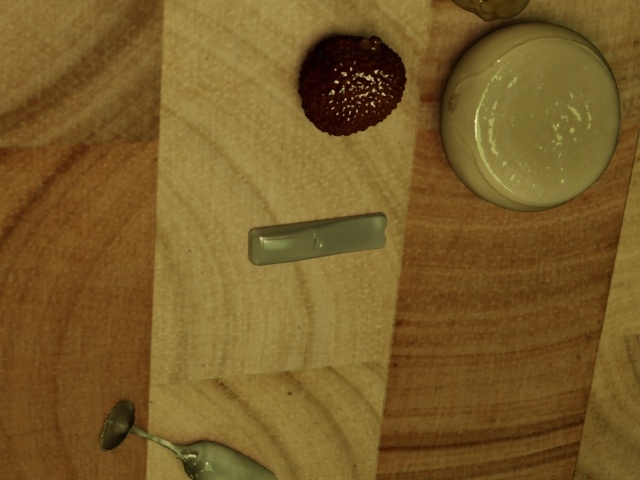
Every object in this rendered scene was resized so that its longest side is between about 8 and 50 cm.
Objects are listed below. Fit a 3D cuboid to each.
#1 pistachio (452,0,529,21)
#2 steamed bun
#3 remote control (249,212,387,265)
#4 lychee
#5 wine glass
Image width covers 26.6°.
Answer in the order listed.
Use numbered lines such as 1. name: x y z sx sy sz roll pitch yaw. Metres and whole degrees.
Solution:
1. pistachio: 0.203 -0.332 1.589 0.113 0.113 0.149 5 105 -24
2. steamed bun: 0.249 -0.153 1.665 0.232 0.145 0.232 -3 101 -17
3. remote control: 0.000 0.000 1.706 0.184 0.027 0.050 -8 117 -20
4. lychee: 0.033 -0.183 1.583 0.123 0.123 0.129 21 139 -29
5. wine glass: -0.161 0.285 1.755 0.262 0.074 0.074 31 100 -33
